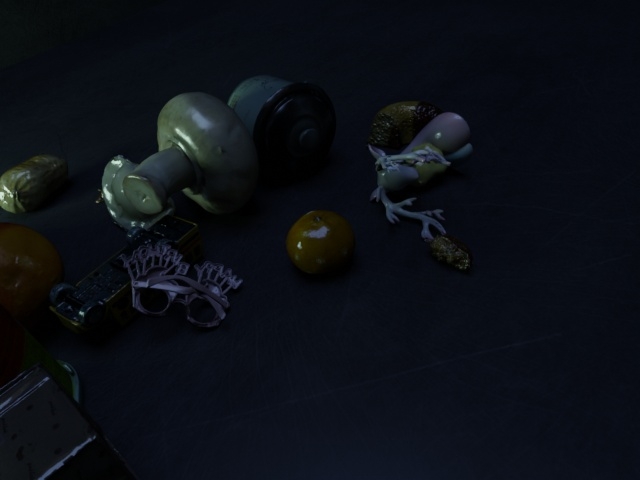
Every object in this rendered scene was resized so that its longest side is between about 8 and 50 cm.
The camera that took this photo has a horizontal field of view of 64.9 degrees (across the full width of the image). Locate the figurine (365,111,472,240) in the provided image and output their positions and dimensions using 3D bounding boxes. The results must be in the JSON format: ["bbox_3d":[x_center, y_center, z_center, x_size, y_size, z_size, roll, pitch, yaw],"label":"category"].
[{"bbox_3d":[0.244,-0.180,1.219,0.315,0.206,0.284,-38,37,-22],"label":"figurine"}]

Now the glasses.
[{"bbox_3d":[-0.279,0.077,1.028,0.255,0.095,0.162,20,45,-22],"label":"glasses"}]

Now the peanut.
[{"bbox_3d":[-0.843,-0.174,1.480,0.129,0.129,0.224,9,46,21],"label":"peanut"}]

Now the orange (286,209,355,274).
[{"bbox_3d":[0.000,0.000,1.108,0.156,0.124,0.156,-4,44,4],"label":"orange"}]

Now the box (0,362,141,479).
[{"bbox_3d":[-0.424,0.371,0.679,0.190,0.225,0.297,28,54,37],"label":"box"}]

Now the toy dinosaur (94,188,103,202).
[{"bbox_3d":[-0.612,-0.146,1.476,0.113,0.026,0.041,-32,51,-11],"label":"toy dinosaur"}]

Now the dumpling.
[{"bbox_3d":[-0.495,-0.110,1.337,0.247,0.142,0.172,42,95,17],"label":"dumpling"}]

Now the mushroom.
[{"bbox_3d":[-0.285,-0.206,1.240,0.315,0.315,0.356,-10,19,0],"label":"mushroom"}]

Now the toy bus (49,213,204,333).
[{"bbox_3d":[-0.410,0.075,1.103,0.121,0.123,0.335,19,48,28],"label":"toy bus"}]

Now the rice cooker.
[{"bbox_3d":[-0.107,-0.322,1.403,0.316,0.264,0.317,-18,50,23],"label":"rice cooker"}]

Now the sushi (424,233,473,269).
[{"bbox_3d":[0.275,0.022,1.074,0.118,0.062,0.060,19,21,39],"label":"sushi"}]

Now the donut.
[{"bbox_3d":[0.291,-0.338,1.455,0.295,0.112,0.151,18,51,28],"label":"donut"}]

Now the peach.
[{"bbox_3d":[-0.670,0.101,1.035,0.280,0.238,0.281,-4,40,4],"label":"peach"}]

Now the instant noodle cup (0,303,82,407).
[{"bbox_3d":[-0.577,0.236,0.805,0.293,0.308,0.294,-6,41,5],"label":"instant noodle cup"}]
